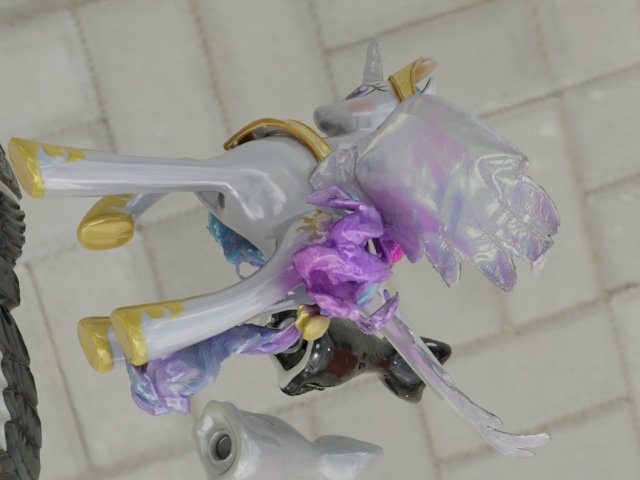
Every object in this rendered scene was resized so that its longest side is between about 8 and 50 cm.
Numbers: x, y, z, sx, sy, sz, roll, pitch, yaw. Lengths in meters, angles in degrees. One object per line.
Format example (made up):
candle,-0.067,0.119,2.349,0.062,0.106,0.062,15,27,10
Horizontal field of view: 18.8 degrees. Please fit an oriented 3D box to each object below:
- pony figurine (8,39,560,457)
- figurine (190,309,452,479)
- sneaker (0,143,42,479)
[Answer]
pony figurine,0.000,0.000,1.418,0.363,0.351,0.303,-19,141,-22
figurine,0.007,0.166,1.877,0.209,0.092,0.215,15,115,-42
sneaker,-0.200,0.009,0.834,0.118,0.279,0.107,-20,139,11
